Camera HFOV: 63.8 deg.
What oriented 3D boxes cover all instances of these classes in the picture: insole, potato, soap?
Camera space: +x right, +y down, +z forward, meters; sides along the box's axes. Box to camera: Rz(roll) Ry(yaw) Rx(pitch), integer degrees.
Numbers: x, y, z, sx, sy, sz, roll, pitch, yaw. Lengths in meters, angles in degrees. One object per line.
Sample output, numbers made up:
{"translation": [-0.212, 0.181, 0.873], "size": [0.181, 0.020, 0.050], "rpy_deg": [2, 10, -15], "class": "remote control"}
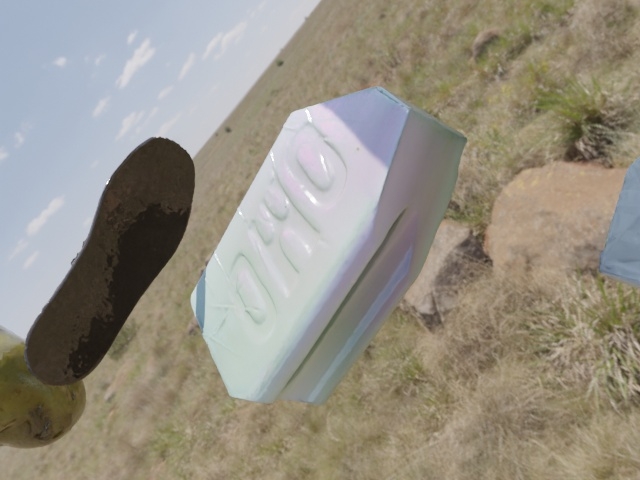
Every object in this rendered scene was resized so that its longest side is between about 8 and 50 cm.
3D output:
{"translation": [-0.227, 0.010, 0.596], "size": [0.007, 0.111, 0.328], "rpy_deg": [-20, 42, 47], "class": "insole"}
{"translation": [-0.396, 0.182, 0.642], "size": [0.154, 0.200, 0.137], "rpy_deg": [-13, 55, 16], "class": "potato"}
{"translation": [0.000, 0.000, 0.563], "size": [0.347, 0.114, 0.208], "rpy_deg": [-57, 45, 20], "class": "soap"}

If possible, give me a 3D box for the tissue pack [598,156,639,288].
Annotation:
{"translation": [0.335, -0.012, 0.330], "size": [0.159, 0.229, 0.145], "rpy_deg": [-163, 86, -67], "class": "tissue pack"}
